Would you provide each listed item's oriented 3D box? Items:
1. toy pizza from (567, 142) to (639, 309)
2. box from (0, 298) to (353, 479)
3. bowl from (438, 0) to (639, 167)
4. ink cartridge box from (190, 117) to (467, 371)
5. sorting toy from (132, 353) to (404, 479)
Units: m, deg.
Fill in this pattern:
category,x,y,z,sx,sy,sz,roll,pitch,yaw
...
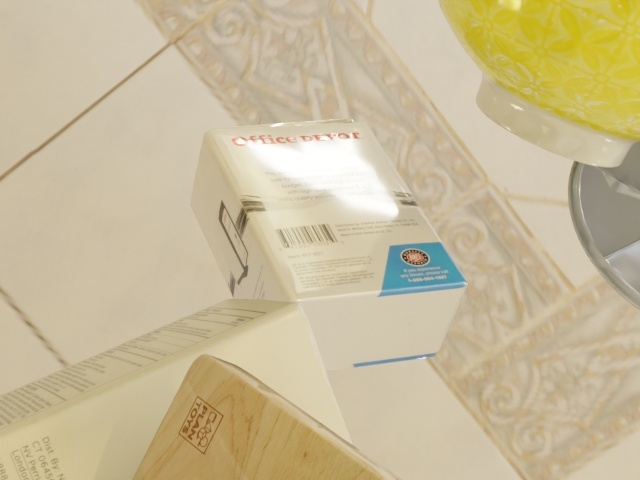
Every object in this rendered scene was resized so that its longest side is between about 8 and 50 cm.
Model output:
category,x,y,z,sx,sy,sz,roll,pitch,yaw
toy pizza,0.292,-0.011,1.088,0.201,0.201,0.032,27,146,-5
box,-0.114,0.136,0.807,0.232,0.148,0.127,-22,97,-20
bowl,0.191,-0.144,0.909,0.289,0.289,0.156,21,110,-4
ink cartridge box,0.000,0.000,1.033,0.148,0.203,0.086,-5,133,-24
sorting toy,-0.014,0.227,0.633,0.089,0.255,0.257,26,92,-46
